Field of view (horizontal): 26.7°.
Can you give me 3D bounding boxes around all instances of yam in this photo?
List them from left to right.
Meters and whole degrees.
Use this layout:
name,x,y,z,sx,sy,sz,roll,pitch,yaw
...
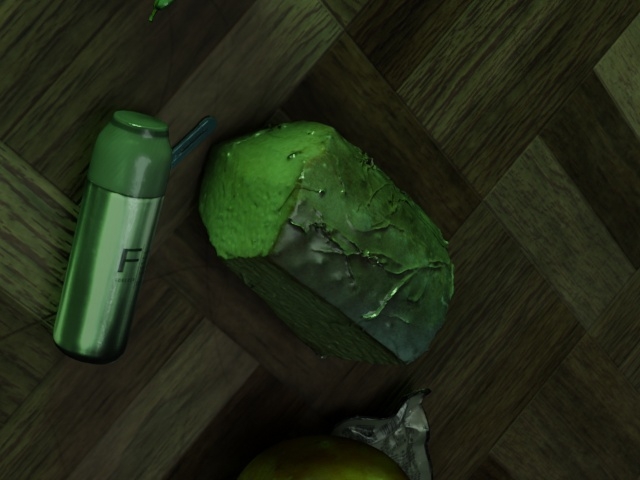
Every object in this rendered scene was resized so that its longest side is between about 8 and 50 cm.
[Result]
name,x,y,z,sx,sy,sz,roll,pitch,yaw
yam,0.003,-0.004,1.442,0.271,0.202,0.201,32,69,-41

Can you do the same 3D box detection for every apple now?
name,x,y,z,sx,sy,sz,roll,pitch,yaw
apple,0.007,0.341,1.585,0.207,0.237,0.237,5,109,-38

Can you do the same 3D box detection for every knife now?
name,x,y,z,sx,sy,sz,roll,pitch,yaw
knife,-0.143,-0.094,1.399,0.096,0.010,0.027,-45,131,-10

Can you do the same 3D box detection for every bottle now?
name,x,y,z,sx,sy,sz,roll,pitch,yaw
bottle,-0.204,-0.003,1.356,0.096,0.079,0.254,-19,127,-62

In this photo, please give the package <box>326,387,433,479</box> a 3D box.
name,x,y,z,sx,sy,sz,roll,pitch,yaw
package,0.075,0.290,1.741,0.166,0.040,0.232,-24,132,-22

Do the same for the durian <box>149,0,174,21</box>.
name,x,y,z,sx,sy,sz,roll,pitch,yaw
durian,-0.094,-0.298,1.282,0.220,0.095,0.137,-26,90,-22
